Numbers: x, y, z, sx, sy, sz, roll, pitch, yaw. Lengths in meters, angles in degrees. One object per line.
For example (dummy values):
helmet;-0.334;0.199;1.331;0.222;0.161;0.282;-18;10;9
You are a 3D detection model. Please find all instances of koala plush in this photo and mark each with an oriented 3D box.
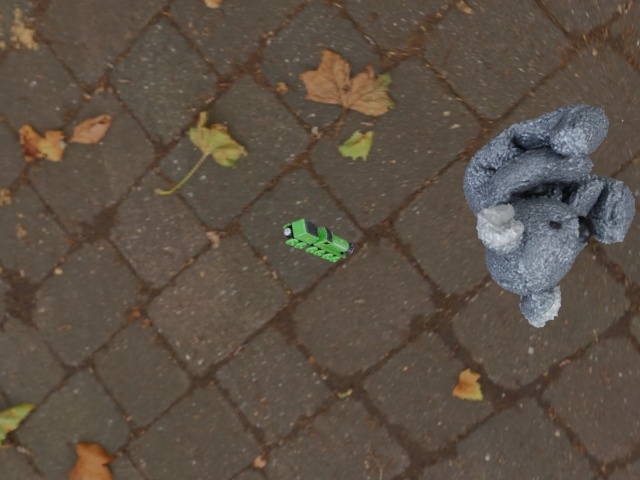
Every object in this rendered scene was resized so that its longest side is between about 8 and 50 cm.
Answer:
koala plush;0.258;-0.018;1.010;0.203;0.221;0.196;-10;131;32

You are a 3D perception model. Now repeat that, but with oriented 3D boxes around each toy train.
toy train;0.000;0.000;0.635;0.024;0.083;0.017;-21;69;24
